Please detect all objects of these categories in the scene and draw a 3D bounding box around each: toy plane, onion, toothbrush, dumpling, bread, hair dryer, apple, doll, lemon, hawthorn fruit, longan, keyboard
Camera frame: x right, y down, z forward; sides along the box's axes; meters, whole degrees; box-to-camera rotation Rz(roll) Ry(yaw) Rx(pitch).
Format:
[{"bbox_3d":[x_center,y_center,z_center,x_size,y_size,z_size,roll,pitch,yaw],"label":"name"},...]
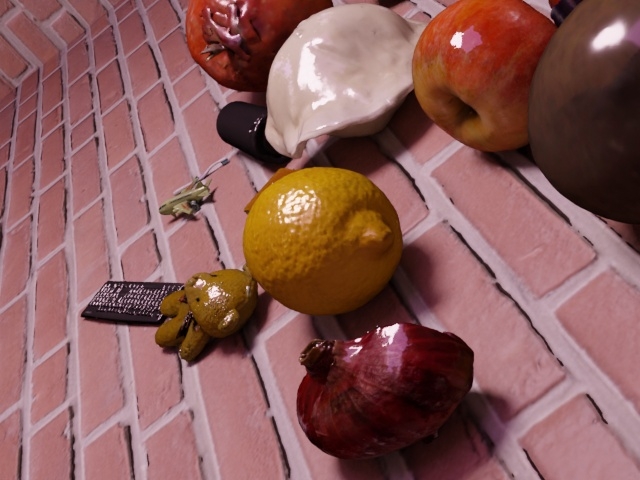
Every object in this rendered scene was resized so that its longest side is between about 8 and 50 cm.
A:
[{"bbox_3d":[-0.234,-0.070,1.720,0.111,0.040,0.102,-30,29,20],"label":"toy plane"},{"bbox_3d":[0.050,0.160,0.973,0.206,0.151,0.098,-37,39,42],"label":"onion"},{"bbox_3d":[-0.219,-0.117,1.797,0.131,0.013,0.011,-30,21,21],"label":"toothbrush"},{"bbox_3d":[0.047,-0.250,1.479,0.318,0.187,0.243,-38,25,0],"label":"dumpling"},{"bbox_3d":[-0.062,-0.067,1.517,0.094,0.035,0.090,-50,30,-16],"label":"bread"},{"bbox_3d":[-0.048,-0.235,1.705,0.251,0.089,0.197,-38,25,-13],"label":"hair dryer"},{"bbox_3d":[0.213,-0.208,1.223,0.164,0.209,0.209,-48,30,-19],"label":"apple"},{"bbox_3d":[-0.173,0.093,1.374,0.209,0.097,0.137,-21,40,41],"label":"doll"},{"bbox_3d":[0.000,0.000,1.200,0.244,0.187,0.187,-3,46,56],"label":"lemon"},{"bbox_3d":[-0.129,-0.382,1.768,0.276,0.276,0.307,-19,25,35],"label":"hawthorn fruit"},{"bbox_3d":[0.339,-0.137,0.939,0.300,0.300,0.243,-6,85,46],"label":"longan"},{"bbox_3d":[-0.310,0.100,1.602,0.250,0.017,0.087,0,47,49],"label":"keyboard"}]

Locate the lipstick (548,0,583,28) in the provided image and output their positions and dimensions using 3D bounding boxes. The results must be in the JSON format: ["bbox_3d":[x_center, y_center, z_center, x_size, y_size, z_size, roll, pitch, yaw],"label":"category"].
[{"bbox_3d":[0.349,-0.254,1.237,0.081,0.081,0.299,-32,31,16],"label":"lipstick"}]
